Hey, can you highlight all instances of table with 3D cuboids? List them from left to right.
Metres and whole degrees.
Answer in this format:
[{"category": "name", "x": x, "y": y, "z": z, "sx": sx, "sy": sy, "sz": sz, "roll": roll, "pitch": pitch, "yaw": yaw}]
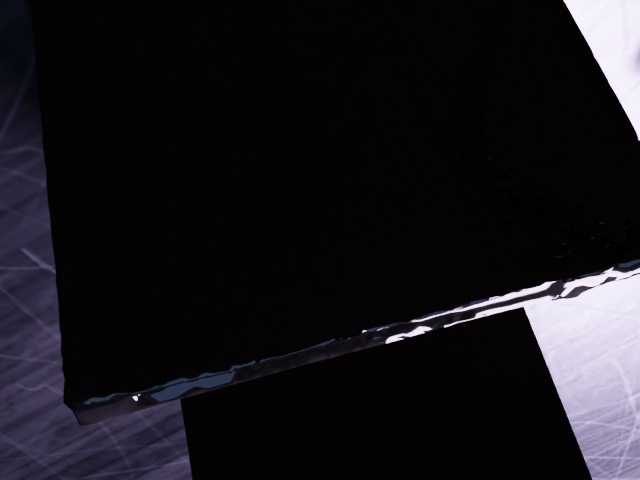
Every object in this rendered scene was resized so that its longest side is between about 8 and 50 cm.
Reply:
[{"category": "table", "x": 0.000, "y": 0.000, "z": 0.519, "sx": 0.196, "sy": 0.282, "sz": 0.251, "roll": -13, "pitch": 139, "yaw": -3}]
